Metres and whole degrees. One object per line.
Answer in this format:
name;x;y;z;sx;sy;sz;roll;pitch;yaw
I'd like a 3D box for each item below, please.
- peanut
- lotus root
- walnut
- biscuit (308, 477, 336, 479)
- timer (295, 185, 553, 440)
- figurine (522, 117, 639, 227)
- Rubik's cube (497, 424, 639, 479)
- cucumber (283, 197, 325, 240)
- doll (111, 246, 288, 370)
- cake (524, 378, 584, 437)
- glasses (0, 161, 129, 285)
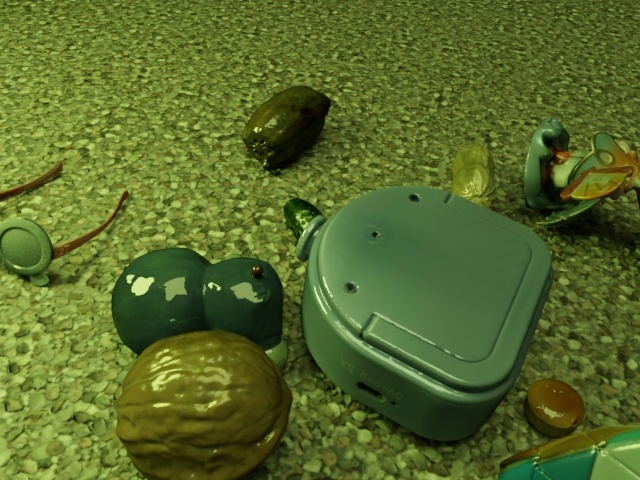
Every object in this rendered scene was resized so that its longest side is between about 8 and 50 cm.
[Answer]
peanut;0.309;-0.123;1.261;0.090;0.099;0.214;-11;35;20
lotus root;-0.072;-0.253;1.341;0.123;0.124;0.241;33;48;13
walnut;-0.139;0.207;0.773;0.213;0.213;0.213;3;42;-3
biscuit;-0.052;0.370;0.642;0.236;0.062;0.291;-8;19;-13
timer;0.136;0.082;0.951;0.394;0.173;0.395;5;47;-5
figurine;0.589;-0.082;1.140;0.387;0.248;0.276;13;37;36
Rubik's cube;0.387;0.338;0.749;0.254;0.255;0.255;3;42;-3
cucumber;0.000;0.000;1.114;0.069;0.069;0.227;-18;50;-24
doll;-0.181;0.100;0.939;0.258;0.154;0.228;-3;46;0
cake;0.339;0.242;0.899;0.084;0.044;0.084;3;40;-2
glasses;-0.500;-0.038;1.126;0.234;0.118;0.268;19;24;17
